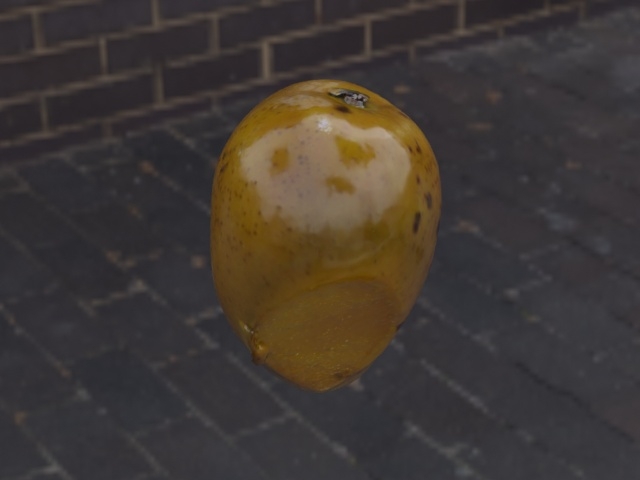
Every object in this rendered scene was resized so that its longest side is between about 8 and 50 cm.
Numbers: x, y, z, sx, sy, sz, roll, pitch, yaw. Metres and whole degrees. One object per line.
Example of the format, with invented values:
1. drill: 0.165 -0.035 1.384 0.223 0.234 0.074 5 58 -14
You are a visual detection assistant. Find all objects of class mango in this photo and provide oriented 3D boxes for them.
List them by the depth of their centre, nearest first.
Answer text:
1. mango: 0.000 0.000 1.194 0.160 0.290 0.191 -2 57 -5
